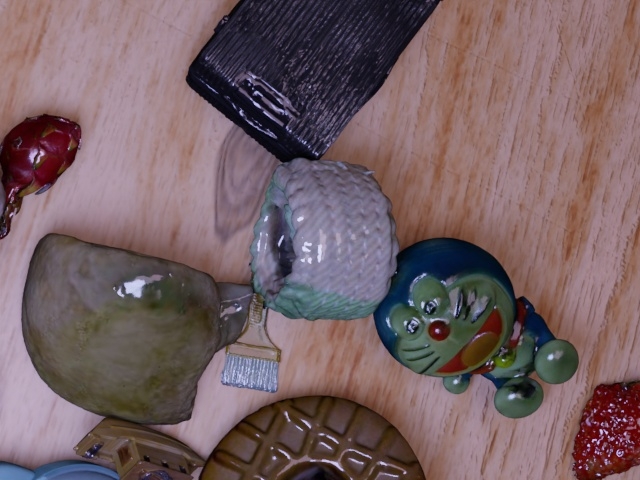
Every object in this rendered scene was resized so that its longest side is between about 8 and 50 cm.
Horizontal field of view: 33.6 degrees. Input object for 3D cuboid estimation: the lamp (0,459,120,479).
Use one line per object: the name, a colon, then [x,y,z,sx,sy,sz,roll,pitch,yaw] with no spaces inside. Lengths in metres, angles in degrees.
lamp: [-0.342,0.374,1.336,0.284,0.147,0.209,25,74,-14]

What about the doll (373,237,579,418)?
doll: [0.201,0.116,1.508,0.322,0.186,0.198,37,107,-28]

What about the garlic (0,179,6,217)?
garlic: [-0.494,-0.043,1.285,0.210,0.292,0.237,-6,47,-23]

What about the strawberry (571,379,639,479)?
strawberry: [0.471,0.286,1.624,0.192,0.085,0.140,-16,92,-16]

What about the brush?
brush: [-0.088,0.103,1.506,0.082,0.010,0.218,9,83,-16]

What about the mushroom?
mushroom: [-0.238,0.128,1.372,0.292,0.212,0.218,17,79,-23]

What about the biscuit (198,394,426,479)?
biscuit: [-0.007,0.365,1.409,0.331,0.103,0.332,2,62,-4]

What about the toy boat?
toy boat: [-0.232,0.284,1.381,0.057,0.077,0.200,-44,134,16]

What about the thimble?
thimble: [0.000,0.000,1.431,0.150,0.219,0.219,4,85,-25]

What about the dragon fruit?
dragon fruit: [-0.391,-0.089,1.394,0.094,0.094,0.190,37,88,-11]

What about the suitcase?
suitcase: [-0.006,-0.288,1.495,0.229,0.152,0.335,38,78,-9]
